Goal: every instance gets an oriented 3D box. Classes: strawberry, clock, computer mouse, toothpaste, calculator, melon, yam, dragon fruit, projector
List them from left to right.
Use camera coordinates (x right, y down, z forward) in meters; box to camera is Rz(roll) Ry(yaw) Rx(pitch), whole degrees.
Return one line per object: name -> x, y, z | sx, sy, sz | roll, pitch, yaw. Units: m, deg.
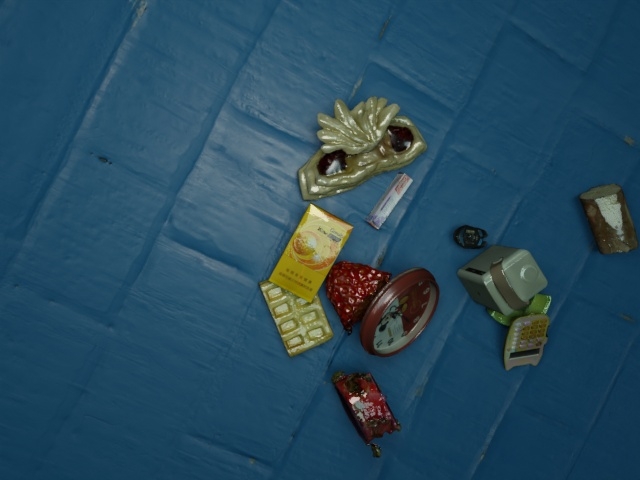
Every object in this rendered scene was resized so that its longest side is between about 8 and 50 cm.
strawberry -> 0.095, 0.154, 1.535 | 0.178, 0.234, 0.234 | 37, 89, 18
dragon fruit -> 0.155, 0.520, 1.546 | 0.147, 0.211, 0.282 | -29, 78, -13
toothpaste -> 0.220, -0.129, 1.583 | 0.047, 0.040, 0.196 | 36, 88, -12
clock -> 0.244, 0.223, 1.533 | 0.318, 0.080, 0.318 | -25, 134, -29
computer mouse -> 0.495, -0.010, 1.634 | 0.135, 0.047, 0.079 | 4, 87, -18
projector -> 0.577, 0.122, 1.561 | 0.177, 0.242, 0.163 | -36, 97, -3
melon -> 0.672, 0.232, 1.677 | 0.209, 0.064, 0.118 | 3, 96, -7
calculator -> 0.696, 0.337, 1.668 | 0.157, 0.033, 0.237 | -6, 121, -8
yam -> 0.982, -0.064, 1.669 | 0.128, 0.129, 0.238 | -30, 102, -41

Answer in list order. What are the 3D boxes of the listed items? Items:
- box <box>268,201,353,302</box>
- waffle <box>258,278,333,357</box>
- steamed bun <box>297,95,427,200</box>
box -> -0.029, 0.038, 1.483 | 0.152, 0.043, 0.269 | 28, 98, -7
waffle -> -0.073, 0.224, 1.559 | 0.168, 0.057, 0.274 | -21, 98, -7
steamed bun -> 0.114, -0.298, 1.484 | 0.428, 0.189, 0.247 | -22, 91, -6
